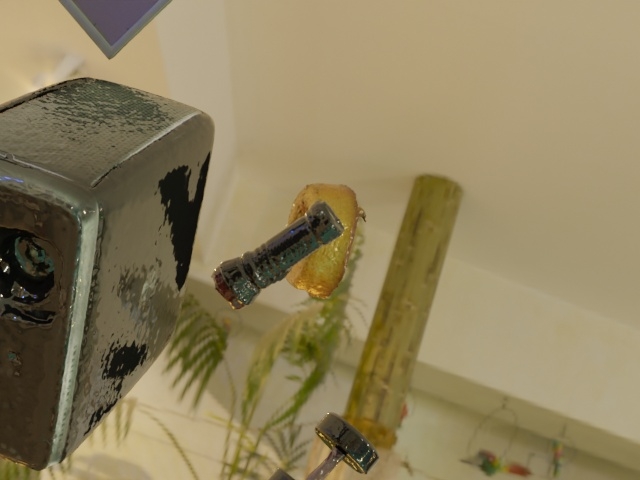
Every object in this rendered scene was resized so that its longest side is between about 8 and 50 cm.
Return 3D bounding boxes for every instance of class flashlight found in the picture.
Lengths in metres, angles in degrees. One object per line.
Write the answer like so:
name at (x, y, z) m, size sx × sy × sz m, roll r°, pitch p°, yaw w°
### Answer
flashlight at (-0.067, 0.024, 1.594) m, size 0.232 × 0.093 × 0.093 m, roll -33°, pitch -40°, yaw 10°

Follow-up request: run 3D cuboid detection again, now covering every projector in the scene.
projector at (-0.329, 0.019, 1.255) m, size 0.242 × 0.405 × 0.395 m, roll 17°, pitch -65°, yaw 9°

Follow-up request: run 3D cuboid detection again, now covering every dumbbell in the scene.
dumbbell at (0.004, 0.491, 2.048) m, size 0.152 × 0.218 × 0.152 m, roll 41°, pitch -15°, yaw 13°

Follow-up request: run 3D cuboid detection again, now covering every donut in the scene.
donut at (0.001, -0.003, 2.027) m, size 0.118 × 0.253 × 0.253 m, roll 10°, pitch -18°, yaw -20°

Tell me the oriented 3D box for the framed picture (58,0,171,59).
framed picture at (-0.335, -0.460, 1.557) m, size 0.296 × 0.232 × 0.019 m, roll 49°, pitch 4°, yaw 21°
